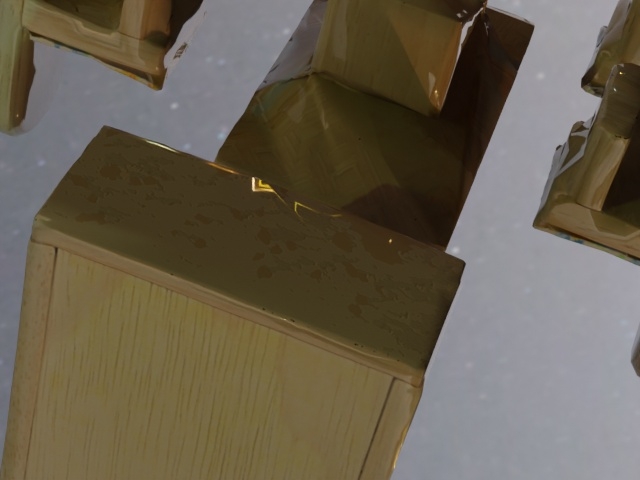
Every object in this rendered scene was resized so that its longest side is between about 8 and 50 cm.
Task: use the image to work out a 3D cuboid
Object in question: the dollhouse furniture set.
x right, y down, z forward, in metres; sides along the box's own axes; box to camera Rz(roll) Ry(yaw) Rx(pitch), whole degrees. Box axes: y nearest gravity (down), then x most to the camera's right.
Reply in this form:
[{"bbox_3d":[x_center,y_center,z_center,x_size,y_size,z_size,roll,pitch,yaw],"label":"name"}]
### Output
[{"bbox_3d":[0.000,0.000,0.821,0.362,0.256,0.394,21,-140,5],"label":"dollhouse furniture set"}]
